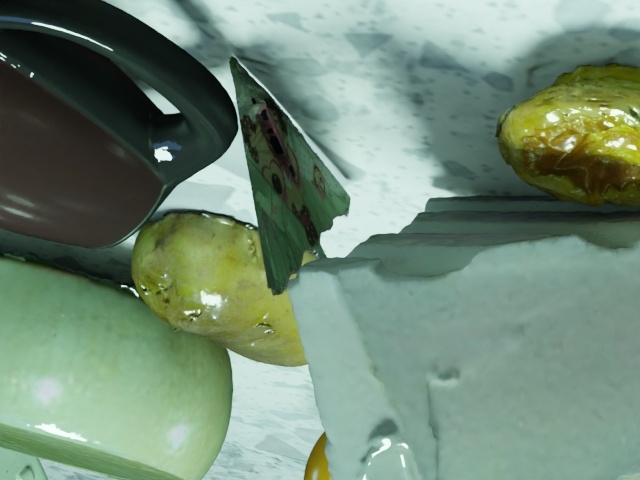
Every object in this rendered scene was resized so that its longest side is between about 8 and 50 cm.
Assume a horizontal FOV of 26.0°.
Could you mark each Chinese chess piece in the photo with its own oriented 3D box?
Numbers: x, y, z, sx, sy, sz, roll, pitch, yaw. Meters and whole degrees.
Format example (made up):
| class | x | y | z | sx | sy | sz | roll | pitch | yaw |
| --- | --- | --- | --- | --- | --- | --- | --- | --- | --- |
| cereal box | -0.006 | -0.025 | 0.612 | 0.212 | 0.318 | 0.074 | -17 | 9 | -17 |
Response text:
| class | x | y | z | sx | sy | sz | roll | pitch | yaw |
| --- | --- | --- | --- | --- | --- | --- | --- | --- | --- |
| Chinese chess piece | -0.251 | 0.119 | 1.266 | 0.349 | 0.146 | 0.349 | 14 | 164 | 4 |

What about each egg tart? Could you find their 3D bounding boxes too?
| class | x | y | z | sx | sy | sz | roll | pitch | yaw |
| --- | --- | --- | --- | --- | --- | --- | --- | --- | --- |
| egg tart | 0.162 | -0.059 | 0.775 | 0.130 | 0.052 | 0.130 | 11 | 157 | 4 |

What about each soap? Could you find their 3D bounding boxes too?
| class | x | y | z | sx | sy | sz | roll | pitch | yaw |
| --- | --- | --- | --- | --- | --- | --- | --- | --- | --- |
| soap | 0.167 | 0.060 | 0.791 | 0.302 | 0.158 | 0.258 | -2 | -172 | 28 |

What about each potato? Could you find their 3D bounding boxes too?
| class | x | y | z | sx | sy | sz | roll | pitch | yaw |
| --- | --- | --- | --- | --- | --- | --- | --- | --- | --- |
| potato | -0.063 | 0.052 | 1.130 | 0.200 | 0.081 | 0.164 | 27 | 153 | -35 |

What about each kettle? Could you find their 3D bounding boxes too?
| class | x | y | z | sx | sy | sz | roll | pitch | yaw |
| --- | --- | --- | --- | --- | --- | --- | --- | --- | --- |
| kettle | -0.175 | -0.089 | 0.807 | 0.202 | 0.144 | 0.232 | -24 | 146 | 32 |

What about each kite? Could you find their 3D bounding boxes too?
| class | x | y | z | sx | sy | sz | roll | pitch | yaw |
| --- | --- | --- | --- | --- | --- | --- | --- | --- | --- |
| kite | -0.001 | 0.001 | 0.855 | 0.012 | 0.250 | 0.229 | -20 | -172 | 18 |

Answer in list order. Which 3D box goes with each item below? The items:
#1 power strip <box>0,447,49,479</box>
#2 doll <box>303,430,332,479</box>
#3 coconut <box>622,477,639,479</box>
| class | x | y | z | sx | sy | sz | roll | pitch | yaw |
| --- | --- | --- | --- | --- | --- | --- | --- | --- | --- |
| power strip | -0.362 | 0.194 | 1.493 | 0.059 | 0.194 | 0.264 | -2 | 117 | 38 |
| doll | 0.079 | 0.285 | 1.389 | 0.213 | 0.236 | 0.213 | 13 | 160 | 5 |
| coconut | 0.193 | 0.218 | 1.184 | 0.247 | 0.245 | 0.245 | 29 | 153 | -35 |
